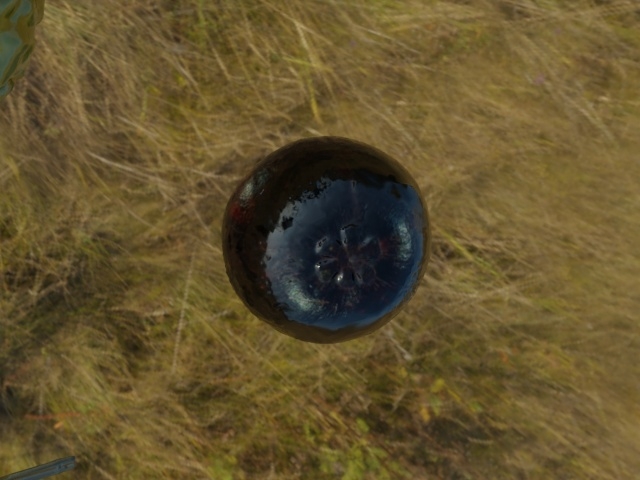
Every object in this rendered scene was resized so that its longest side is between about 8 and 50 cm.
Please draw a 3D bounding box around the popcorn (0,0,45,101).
[{"bbox_3d":[-0.205,-0.101,0.362,0.170,0.180,0.180,-32,139,20],"label":"popcorn"}]

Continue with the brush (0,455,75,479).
[{"bbox_3d":[-0.417,0.309,1.056,0.191,0.027,0.034,-11,140,-29],"label":"brush"}]

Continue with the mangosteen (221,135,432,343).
[{"bbox_3d":[0.008,-0.004,0.837,0.216,0.216,0.216,-20,126,-30],"label":"mangosteen"}]
